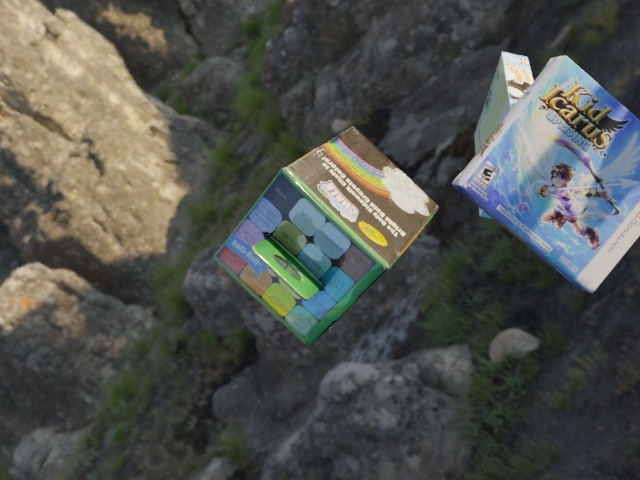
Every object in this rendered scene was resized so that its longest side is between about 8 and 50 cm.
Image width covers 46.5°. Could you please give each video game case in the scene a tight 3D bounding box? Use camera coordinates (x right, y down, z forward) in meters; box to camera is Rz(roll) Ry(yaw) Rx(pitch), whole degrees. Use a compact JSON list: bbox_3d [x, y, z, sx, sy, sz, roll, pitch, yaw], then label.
[{"bbox_3d":[0.380,-0.097,1.125,0.244,0.269,0.061,-52,9,2],"label":"video game case"}]

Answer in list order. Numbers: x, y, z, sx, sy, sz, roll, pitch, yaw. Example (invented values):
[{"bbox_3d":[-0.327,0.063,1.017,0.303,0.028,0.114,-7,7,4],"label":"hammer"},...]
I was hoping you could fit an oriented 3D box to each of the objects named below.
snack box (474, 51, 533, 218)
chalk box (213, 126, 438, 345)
[{"bbox_3d":[0.341,-0.199,1.374,0.322,0.060,0.187,-77,0,-54],"label":"snack box"},{"bbox_3d":[0.000,0.000,0.982,0.179,0.180,0.289,-48,-4,34],"label":"chalk box"}]
